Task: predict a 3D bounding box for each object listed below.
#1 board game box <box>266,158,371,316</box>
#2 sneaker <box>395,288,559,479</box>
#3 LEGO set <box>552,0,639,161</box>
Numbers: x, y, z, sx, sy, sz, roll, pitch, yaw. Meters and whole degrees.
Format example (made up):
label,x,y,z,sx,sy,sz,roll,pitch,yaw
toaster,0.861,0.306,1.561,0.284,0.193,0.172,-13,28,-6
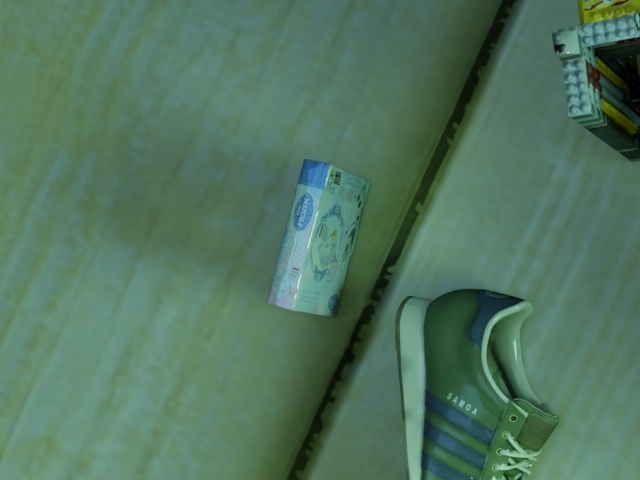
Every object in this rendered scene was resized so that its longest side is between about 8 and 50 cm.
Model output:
label,x,y,z,sx,sy,sz,roll,pitch,yaw
board game box,0.000,0.000,1.098,0.020,0.090,0.090,14,89,18
sneaker,0.099,0.120,1.058,0.086,0.064,0.192,-12,77,25
LEGO set,0.251,-0.170,0.963,0.331,0.192,0.255,-1,84,21
